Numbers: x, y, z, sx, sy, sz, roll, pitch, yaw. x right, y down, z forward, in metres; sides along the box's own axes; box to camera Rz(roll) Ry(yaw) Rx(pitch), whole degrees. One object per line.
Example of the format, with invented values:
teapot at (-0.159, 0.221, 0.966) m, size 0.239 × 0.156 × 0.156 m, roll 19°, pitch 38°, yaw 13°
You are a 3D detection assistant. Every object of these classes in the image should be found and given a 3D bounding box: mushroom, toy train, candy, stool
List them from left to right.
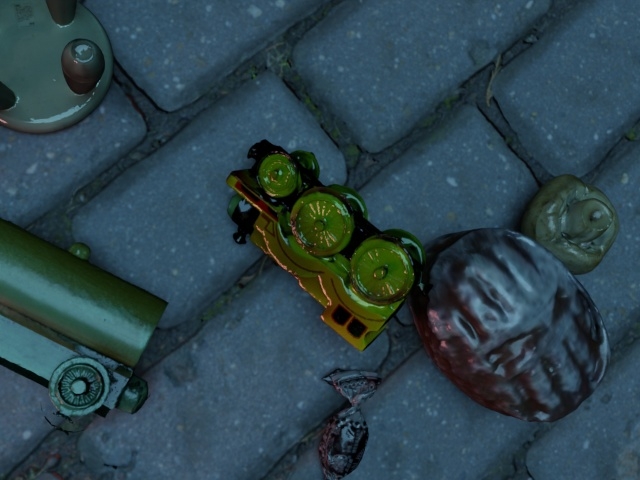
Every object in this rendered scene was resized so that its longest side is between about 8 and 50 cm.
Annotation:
stool at (-0.353, -0.246, 0.812) m, size 0.195 × 0.199 × 0.195 m, roll -14°, pitch 86°, yaw -14°
toy train at (-0.327, 0.091, 0.808) m, size 0.307 × 0.126 × 0.189 m, roll 29°, pitch 88°, yaw -8°
toy train at (0.000, 0.000, 0.879) m, size 0.296 × 0.100 × 0.160 m, roll 41°, pitch 113°, yaw 11°
candy at (0.021, 0.279, 0.907) m, size 0.094 × 0.051 × 0.226 m, roll 19°, pitch 81°, yaw -6°
candy at (0.251, 0.111, 0.917) m, size 0.214 × 0.157 × 0.289 m, roll -45°, pitch 94°, yaw -9°
mushroom at (0.357, -0.023, 0.972) m, size 0.148 × 0.112 × 0.148 m, roll 3°, pitch 76°, yaw -12°
